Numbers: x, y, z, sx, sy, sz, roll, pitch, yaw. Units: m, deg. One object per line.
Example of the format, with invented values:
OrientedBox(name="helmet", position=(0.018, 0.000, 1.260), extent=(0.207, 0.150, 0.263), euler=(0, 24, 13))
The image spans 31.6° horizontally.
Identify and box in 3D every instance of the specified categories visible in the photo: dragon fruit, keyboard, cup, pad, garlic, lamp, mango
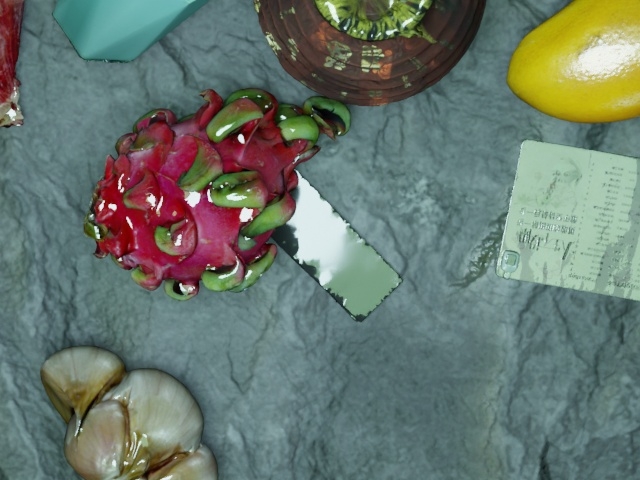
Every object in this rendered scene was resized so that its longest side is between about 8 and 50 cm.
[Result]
OrientedBox(name="dragon fruit", position=(-0.113, -0.068, 1.168), extent=(0.198, 0.218, 0.272), euler=(35, 72, -19))
OrientedBox(name="keyboard", position=(0.000, 0.000, 1.262), extent=(0.074, 0.015, 0.196), euler=(-45, 95, 3))
OrientedBox(name="cup", position=(-0.176, -0.256, 1.111), extent=(0.134, 0.236, 0.148), euler=(0, 77, -27))
OrientedBox(name="pad", position=(0.338, -0.013, 1.254), extent=(0.265, 0.009, 0.159), euler=(10, 98, 0))
OrientedBox(name="garlic", position=(-0.204, 0.209, 1.233), extent=(0.160, 0.191, 0.214), euler=(-13, 87, -21))
OrientedBox(name="lamp", position=(0.048, -0.254, 1.117), extent=(0.247, 0.247, 0.247), euler=(0, 99, 1))
OrientedBox(name="mango", position=(0.302, -0.195, 1.181), extent=(0.219, 0.112, 0.144), euler=(-19, 98, 16))

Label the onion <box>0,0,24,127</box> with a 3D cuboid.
OrientedBox(name="onion", position=(-0.418, -0.226, 1.186), extent=(0.227, 0.120, 0.283), euler=(-39, 96, 12))
